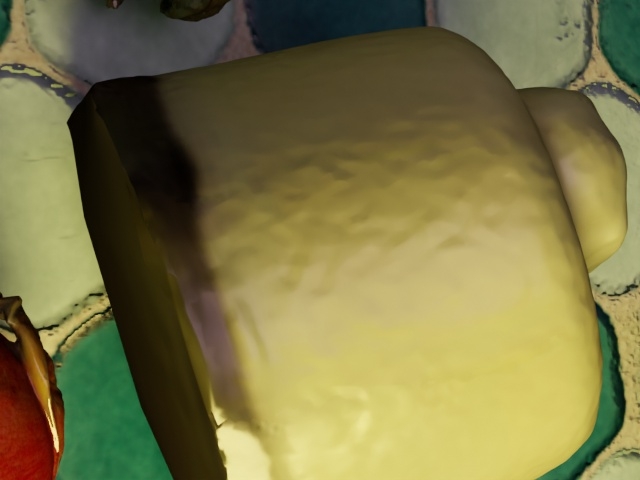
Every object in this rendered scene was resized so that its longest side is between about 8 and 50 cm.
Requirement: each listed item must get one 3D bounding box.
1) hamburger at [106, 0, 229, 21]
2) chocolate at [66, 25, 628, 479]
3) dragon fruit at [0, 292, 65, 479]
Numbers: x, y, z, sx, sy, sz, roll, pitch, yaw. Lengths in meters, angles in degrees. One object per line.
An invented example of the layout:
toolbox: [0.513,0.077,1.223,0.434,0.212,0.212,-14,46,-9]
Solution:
hamburger: [-0.102,-0.238,0.935,0.131,0.159,0.185,24,94,-22]
chocolate: [0.027,0.029,0.863,0.297,0.326,0.314,-16,92,-17]
dragon fruit: [-0.269,0.123,0.758,0.250,0.315,0.250,-3,79,15]
